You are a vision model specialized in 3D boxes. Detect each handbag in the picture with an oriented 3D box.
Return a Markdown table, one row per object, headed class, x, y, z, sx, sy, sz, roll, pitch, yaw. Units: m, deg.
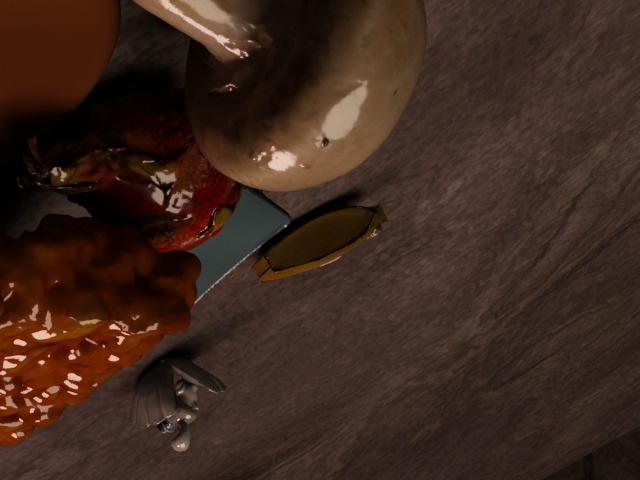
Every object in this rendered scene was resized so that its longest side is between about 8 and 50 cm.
| class | x | y | z | sx | sy | sz | roll | pitch | yaw |
| --- | --- | --- | --- | --- | --- | --- | --- | --- | --- |
| handbag | -0.142 | 0.016 | 1.760 | 0.221 | 0.057 | 0.144 | -39 | 156 | 9 |

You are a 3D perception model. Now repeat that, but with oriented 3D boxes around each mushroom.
| class | x | y | z | sx | sy | sz | roll | pitch | yaw |
| --- | --- | --- | --- | --- | --- | --- | --- | --- | --- |
| mushroom | -0.040 | -0.147 | 1.395 | 0.215 | 0.207 | 0.207 | 28 | 120 | -31 |

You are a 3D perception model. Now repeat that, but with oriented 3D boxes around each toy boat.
| class | x | y | z | sx | sy | sz | roll | pitch | yaw |
| --- | --- | --- | --- | --- | --- | --- | --- | --- | --- |
| toy boat | 0.000 | 0.000 | 1.959 | 0.149 | 0.047 | 0.049 | -26 | 172 | -18 |

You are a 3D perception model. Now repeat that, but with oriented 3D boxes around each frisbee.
| class | x | y | z | sx | sy | sz | roll | pitch | yaw |
| --- | --- | --- | --- | --- | --- | --- | --- | --- | --- |
| frisbee | -0.244 | -0.106 | 1.375 | 0.250 | 0.021 | 0.251 | -29 | 159 | -12 |

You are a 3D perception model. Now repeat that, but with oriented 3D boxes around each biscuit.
| class | x | y | z | sx | sy | sz | roll | pitch | yaw |
| --- | --- | --- | --- | --- | --- | --- | --- | --- | --- |
| biscuit | -0.284 | 0.076 | 1.476 | 0.318 | 0.111 | 0.312 | 5 | 153 | -40 |

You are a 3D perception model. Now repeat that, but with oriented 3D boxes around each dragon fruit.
| class | x | y | z | sx | sy | sz | roll | pitch | yaw |
| --- | --- | --- | --- | --- | --- | --- | --- | --- | --- |
| dragon fruit | -0.145 | -0.052 | 1.498 | 0.125 | 0.125 | 0.246 | -12 | 174 | 32 |

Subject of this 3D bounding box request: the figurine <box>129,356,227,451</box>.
| class | x | y | z | sx | sy | sz | roll | pitch | yaw |
| --- | --- | --- | --- | --- | --- | --- | --- | --- | --- |
| figurine | -0.152 | 0.164 | 2.042 | 0.082 | 0.094 | 0.086 | 34 | 80 | -30 |
